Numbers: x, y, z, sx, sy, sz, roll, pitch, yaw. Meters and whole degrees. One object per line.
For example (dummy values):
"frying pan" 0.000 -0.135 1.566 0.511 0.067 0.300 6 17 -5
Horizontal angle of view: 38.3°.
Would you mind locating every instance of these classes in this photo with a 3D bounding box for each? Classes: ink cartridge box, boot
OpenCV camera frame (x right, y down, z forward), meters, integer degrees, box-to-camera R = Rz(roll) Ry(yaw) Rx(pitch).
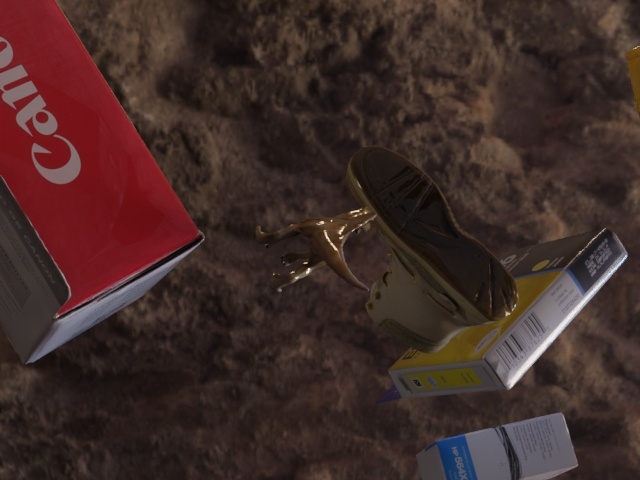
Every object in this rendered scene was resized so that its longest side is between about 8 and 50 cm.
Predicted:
"ink cartridge box" 0.241 0.109 1.330 0.303 0.307 0.072 -41 -78 -30
"boot" 0.082 0.017 0.939 0.213 0.165 0.077 47 -120 2
"ink cartridge box" -0.233 -0.085 0.689 0.130 0.272 0.309 -32 -90 -28
"ink cartridge box" 0.263 0.332 1.392 0.203 0.148 0.086 -10 -111 -10

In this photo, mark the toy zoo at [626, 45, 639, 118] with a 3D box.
"toy zoo" 0.375 -0.071 0.946 0.030 0.192 0.293 -21 -133 29

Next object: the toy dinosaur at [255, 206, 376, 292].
"toy dinosaur" 0.000 0.000 0.708 0.093 0.053 0.183 -21 -168 12
